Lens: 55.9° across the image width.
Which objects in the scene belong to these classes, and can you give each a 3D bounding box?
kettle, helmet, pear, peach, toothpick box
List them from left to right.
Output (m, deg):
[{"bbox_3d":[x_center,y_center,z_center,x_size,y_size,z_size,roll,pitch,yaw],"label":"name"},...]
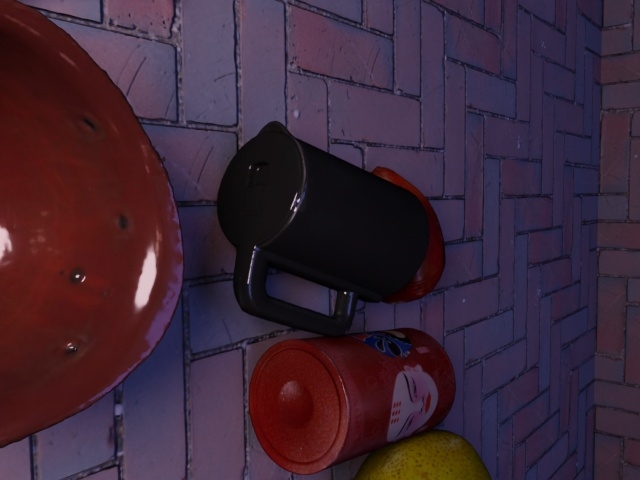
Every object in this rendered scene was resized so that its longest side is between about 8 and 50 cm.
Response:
[{"bbox_3d":[-0.329,-0.015,0.509,0.385,0.230,0.337,31,69,-56],"label":"helmet"},{"bbox_3d":[-0.008,-0.009,0.952,0.308,0.203,0.262,20,103,-46],"label":"kettle"},{"bbox_3d":[0.065,0.257,1.028,0.333,0.204,0.204,4,89,-51],"label":"toothpick box"},{"bbox_3d":[0.148,-0.008,1.150,0.159,0.154,0.267,-14,103,-48],"label":"peach"},{"bbox_3d":[0.194,0.498,1.137,0.294,0.294,0.294,-4,95,-51],"label":"pear"}]
